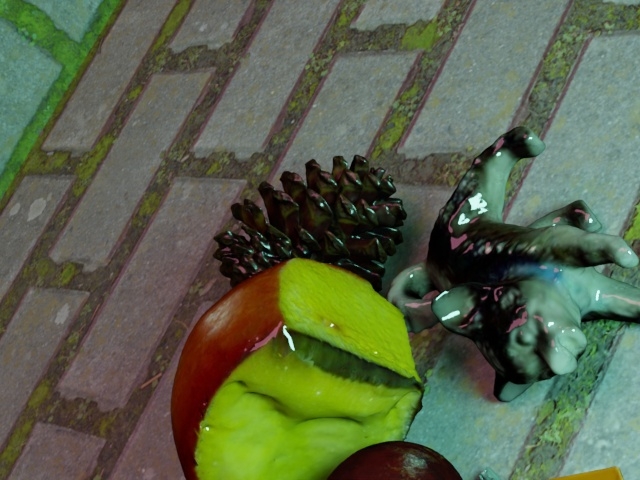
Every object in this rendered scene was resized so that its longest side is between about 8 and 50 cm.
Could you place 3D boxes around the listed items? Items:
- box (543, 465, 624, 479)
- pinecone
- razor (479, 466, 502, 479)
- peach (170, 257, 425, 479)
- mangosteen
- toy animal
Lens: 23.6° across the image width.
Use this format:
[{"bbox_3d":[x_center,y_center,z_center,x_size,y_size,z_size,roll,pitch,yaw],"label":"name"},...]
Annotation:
[{"bbox_3d":[0.224,0.369,1.490,0.225,0.143,0.341,-11,19,3],"label":"box"},{"bbox_3d":[-0.003,-0.002,2.202,0.292,0.246,0.246,-42,30,-23],"label":"pinecone"},{"bbox_3d":[0.241,0.326,1.778,0.084,0.036,0.211,-65,26,14],"label":"razor"},{"bbox_3d":[-0.041,0.184,1.889,0.242,0.306,0.380,-111,28,-43],"label":"peach"},{"bbox_3d":[0.110,0.348,1.765,0.257,0.215,0.215,19,72,35],"label":"mangosteen"},{"bbox_3d":[0.234,0.069,1.894,0.302,0.194,0.344,-38,32,8],"label":"toy animal"}]
